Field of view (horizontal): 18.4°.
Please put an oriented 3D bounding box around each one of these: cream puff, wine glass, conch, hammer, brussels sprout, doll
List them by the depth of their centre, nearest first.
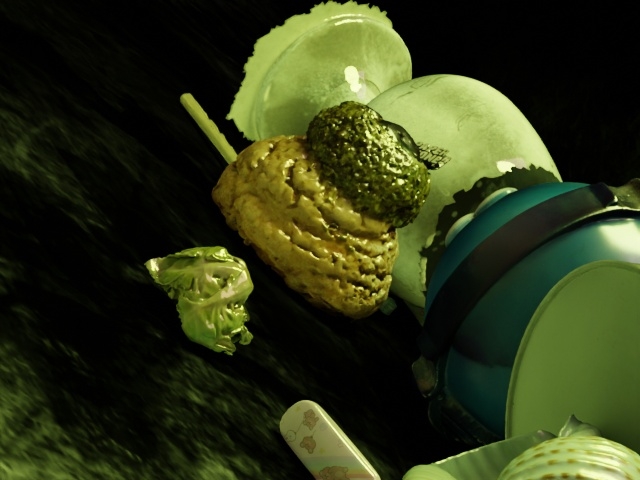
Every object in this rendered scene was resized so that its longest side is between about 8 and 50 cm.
[{"bbox_3d":[0.150,0.193,1.297,0.200,0.172,0.131,-12,85,-71],"label":"conch"},{"bbox_3d":[-0.070,0.038,1.322,0.085,0.058,0.085,58,-1,2],"label":"brussels sprout"},{"bbox_3d":[0.217,0.079,1.665,0.310,0.284,0.240,51,5,-44],"label":"doll"},{"bbox_3d":[0.024,-0.041,1.694,0.183,0.169,0.183,42,9,-8],"label":"cream puff"},{"bbox_3d":[-0.084,-0.084,1.858,0.060,0.028,0.195,43,7,-43],"label":"hammer"},{"bbox_3d":[0.087,-0.075,1.947,0.238,0.238,0.323,35,5,-44],"label":"wine glass"}]

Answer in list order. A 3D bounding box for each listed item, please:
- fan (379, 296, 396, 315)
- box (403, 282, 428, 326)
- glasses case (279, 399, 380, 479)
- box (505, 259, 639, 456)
[{"bbox_3d":[0.000,0.000,1.874,0.193,0.016,0.038,44,8,-1],"label":"fan"},{"bbox_3d":[0.176,0.115,2.058,0.245,0.035,0.139,35,13,-43],"label":"box"},{"bbox_3d":[0.006,0.139,1.269,0.083,0.032,0.021,50,14,22],"label":"glasses case"},{"bbox_3d":[0.256,0.133,1.419,0.149,0.226,0.226,8,29,-29],"label":"box"}]
